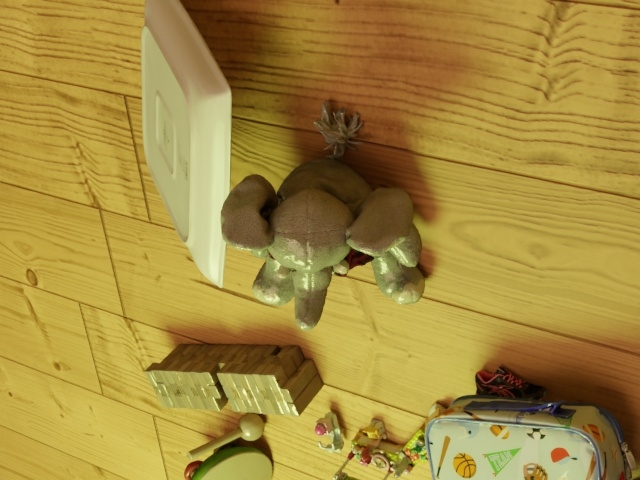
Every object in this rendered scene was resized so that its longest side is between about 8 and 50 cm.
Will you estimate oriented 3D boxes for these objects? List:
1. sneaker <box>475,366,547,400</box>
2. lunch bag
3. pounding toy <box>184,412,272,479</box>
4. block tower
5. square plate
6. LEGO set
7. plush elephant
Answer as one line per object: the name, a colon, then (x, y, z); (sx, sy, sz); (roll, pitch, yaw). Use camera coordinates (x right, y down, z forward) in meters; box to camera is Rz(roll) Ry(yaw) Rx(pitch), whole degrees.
sneaker: (0.285, 0.220, 1.599); (0.119, 0.047, 0.057); (-1, 108, 36)
lunch bag: (0.306, 0.340, 1.532); (0.303, 0.115, 0.243); (-3, 101, 38)
pounding toy: (-0.198, 0.428, 2.040); (0.110, 0.183, 0.237); (44, 143, 42)
block tower: (-0.161, 0.249, 1.914); (0.335, 0.097, 0.091); (-4, 118, 36)
square plate: (-0.206, -0.160, 1.546); (0.344, 0.049, 0.347); (-121, 28, -44)
LEGO set: (0.111, 0.361, 1.779); (0.287, 0.107, 0.132); (-11, 113, 41)
plush elephant: (0.000, 0.000, 1.475); (0.272, 0.255, 0.330); (5, 118, 13)
